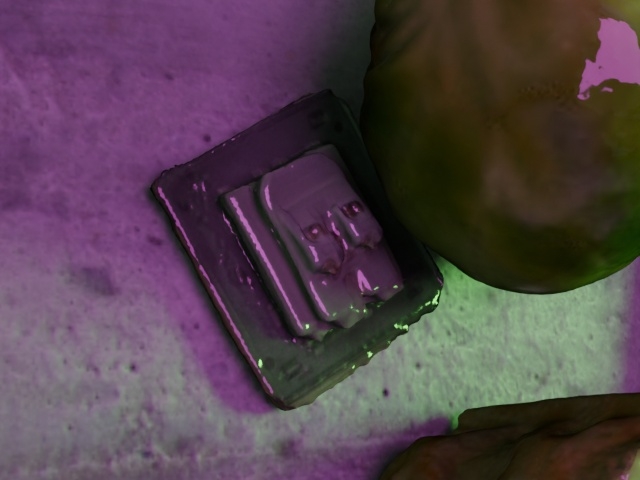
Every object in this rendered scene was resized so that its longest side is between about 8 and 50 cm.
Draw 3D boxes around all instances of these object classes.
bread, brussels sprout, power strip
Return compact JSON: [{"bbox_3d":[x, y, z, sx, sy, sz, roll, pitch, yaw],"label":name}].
[{"bbox_3d":[0.190,0.219,0.712,0.238,0.252,0.196,36,63,-16],"label":"bread"},{"bbox_3d":[0.158,-0.124,0.761,0.268,0.344,0.344,-6,82,-4],"label":"brussels sprout"},{"bbox_3d":[0.000,0.000,0.753,0.198,0.064,0.213,-35,97,-33],"label":"power strip"}]
